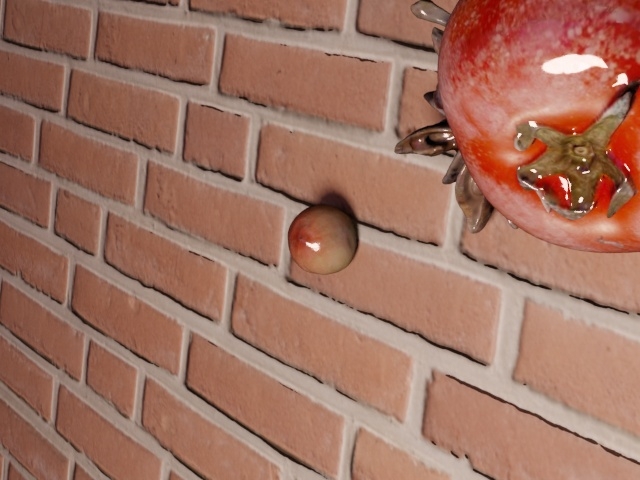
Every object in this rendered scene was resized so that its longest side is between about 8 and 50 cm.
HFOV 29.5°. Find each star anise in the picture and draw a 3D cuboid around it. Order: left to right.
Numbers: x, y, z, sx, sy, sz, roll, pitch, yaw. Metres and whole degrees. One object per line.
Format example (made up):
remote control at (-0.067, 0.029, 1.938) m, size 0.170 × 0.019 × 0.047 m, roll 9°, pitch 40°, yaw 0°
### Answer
star anise at (0.158, -0.121, 1.147) m, size 0.209 × 0.089 × 0.231 m, roll -3°, pitch 94°, yaw 42°

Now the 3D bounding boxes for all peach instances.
peach at (0.000, -0.001, 1.376) m, size 0.083 × 0.083 × 0.083 m, roll 0°, pitch 90°, yaw 54°

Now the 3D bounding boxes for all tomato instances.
tomato at (0.231, -0.123, 0.921) m, size 0.270 × 0.227 × 0.270 m, roll 23°, pitch 144°, yaw 18°
